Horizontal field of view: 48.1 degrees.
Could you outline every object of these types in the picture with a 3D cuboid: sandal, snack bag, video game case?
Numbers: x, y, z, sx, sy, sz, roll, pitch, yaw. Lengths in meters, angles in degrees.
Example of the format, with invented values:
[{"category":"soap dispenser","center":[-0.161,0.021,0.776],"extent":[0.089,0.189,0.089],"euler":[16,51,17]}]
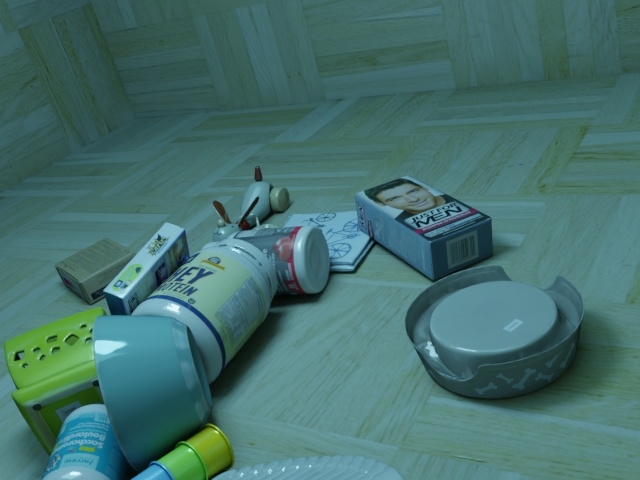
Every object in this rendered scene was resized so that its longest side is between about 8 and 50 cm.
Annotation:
[{"category":"sandal","center":[-0.029,0.429,1.168],"extent":[0.416,0.102,0.169],"euler":[-13,8,38]},{"category":"snack bag","center":[0.000,0.000,2.073],"extent":[0.342,0.037,0.323],"euler":[-2,29,27]},{"category":"video game case","center":[-0.398,0.134,1.724],"extent":[0.061,0.270,0.244],"euler":[20,48,18]}]

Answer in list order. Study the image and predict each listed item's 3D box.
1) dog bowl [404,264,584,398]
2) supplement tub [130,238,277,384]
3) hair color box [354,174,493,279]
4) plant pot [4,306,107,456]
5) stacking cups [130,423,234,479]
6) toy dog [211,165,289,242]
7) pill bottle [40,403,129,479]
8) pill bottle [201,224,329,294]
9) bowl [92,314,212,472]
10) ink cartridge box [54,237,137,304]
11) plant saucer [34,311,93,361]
[{"category":"dog bowl","center":[0.347,0.178,1.431],"extent":[0.348,0.102,0.349],"euler":[-14,26,7]},{"category":"supplement tub","center":[-0.261,0.161,1.671],"extent":[0.235,0.236,0.325],"euler":[-1,30,29]},{"category":"hair color box","center":[0.261,-0.045,1.880],"extent":[0.185,0.114,0.374],"euler":[-20,28,-20]},{"category":"plant pot","center":[-0.528,0.316,1.542],"extent":[0.227,0.228,0.207],"euler":[-21,33,-10]},{"category":"stacking cups","center":[-0.299,0.430,1.240],"extent":[0.096,0.096,0.316],"euler":[10,24,43]},{"category":"toy dog","center":[-0.234,-0.121,2.309],"extent":[0.220,0.161,0.334],"euler":[-10,26,14]},{"category":"pill bottle","center":[-0.433,0.436,1.322],"extent":[0.146,0.146,0.264],"euler":[-15,25,2]},{"category":"pill bottle","center":[-0.151,0.058,1.881],"extent":[0.318,0.176,0.176],"euler":[-5,28,24]},{"category":"bowl","center":[-0.312,0.271,1.397],"extent":[0.163,0.312,0.311],"euler":[-18,25,-7]},{"category":"ink cartridge box","center":[-0.690,0.090,2.239],"extent":[0.193,0.088,0.234],"euler":[-32,30,-27]},{"category":"plant saucer","center":[-0.682,0.261,1.949],"extent":[0.240,0.037,0.241],"euler":[-13,26,6]}]
